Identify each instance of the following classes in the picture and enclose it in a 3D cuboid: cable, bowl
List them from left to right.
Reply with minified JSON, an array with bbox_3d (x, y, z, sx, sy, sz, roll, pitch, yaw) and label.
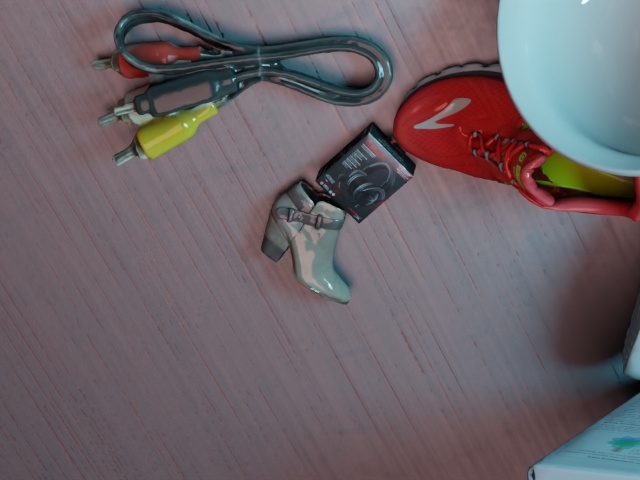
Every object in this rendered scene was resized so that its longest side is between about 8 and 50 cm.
[{"bbox_3d":[-0.080,-0.166,1.371,0.287,0.072,0.140,-13,96,1],"label":"cable"},{"bbox_3d":[0.306,-0.184,1.211,0.298,0.298,0.134,-42,147,23],"label":"bowl"}]

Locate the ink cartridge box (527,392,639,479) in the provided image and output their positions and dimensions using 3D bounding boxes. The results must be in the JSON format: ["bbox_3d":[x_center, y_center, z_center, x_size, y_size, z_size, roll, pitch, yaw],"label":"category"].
[{"bbox_3d":[0.399,0.216,1.289,0.270,0.395,0.151,1,103,36],"label":"ink cartridge box"}]

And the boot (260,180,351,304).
[{"bbox_3d":[0.000,0.000,1.429,0.118,0.042,0.087,32,113,-8],"label":"boot"}]

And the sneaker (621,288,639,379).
[{"bbox_3d":[0.377,0.002,1.327,0.127,0.126,0.321,18,115,5],"label":"sneaker"}]

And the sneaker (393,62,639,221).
[{"bbox_3d":[0.187,-0.084,1.302,0.279,0.118,0.107,13,119,22],"label":"sneaker"}]

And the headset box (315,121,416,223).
[{"bbox_3d":[0.047,-0.067,1.395,0.083,0.032,0.062,-40,104,24],"label":"headset box"}]
